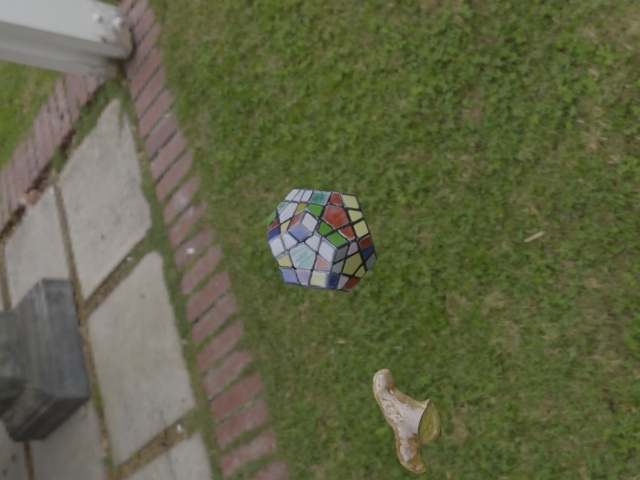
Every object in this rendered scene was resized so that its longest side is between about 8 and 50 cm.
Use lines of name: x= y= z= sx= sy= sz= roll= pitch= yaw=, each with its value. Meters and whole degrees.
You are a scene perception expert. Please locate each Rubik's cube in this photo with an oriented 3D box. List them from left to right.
Rubik's cube: x=0.000 y=0.000 z=0.806 sx=0.111 sy=0.093 sz=0.111 roll=-34 pitch=33 yaw=26

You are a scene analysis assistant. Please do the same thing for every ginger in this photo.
ginger: x=0.080 y=0.156 z=0.747 sx=0.048 sy=0.030 sz=0.097 roll=-22 pitch=82 yaw=6
